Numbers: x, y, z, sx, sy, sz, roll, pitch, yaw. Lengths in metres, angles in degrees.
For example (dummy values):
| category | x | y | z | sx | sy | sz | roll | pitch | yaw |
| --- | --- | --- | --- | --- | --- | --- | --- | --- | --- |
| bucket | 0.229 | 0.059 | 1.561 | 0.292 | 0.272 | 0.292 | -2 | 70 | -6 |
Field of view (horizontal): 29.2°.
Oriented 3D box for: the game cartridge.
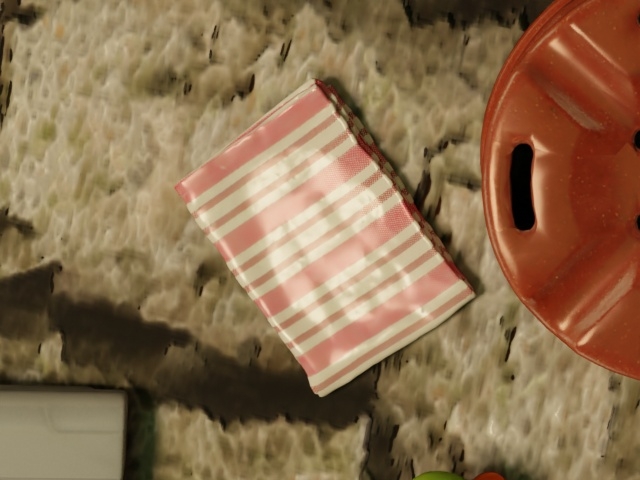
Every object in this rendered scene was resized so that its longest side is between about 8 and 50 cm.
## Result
| category | x | y | z | sx | sy | sz | roll | pitch | yaw |
| --- | --- | --- | --- | --- | --- | --- | --- | --- | --- |
| game cartridge | -0.252 | 0.258 | 0.937 | 0.198 | 0.062 | 0.297 | 1 | 98 | -13 |

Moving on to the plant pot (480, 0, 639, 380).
| category | x | y | z | sx | sy | sz | roll | pitch | yaw |
| --- | --- | --- | --- | --- | --- | --- | --- | --- | --- |
| plant pot | 0.209 | -0.043 | 0.701 | 0.272 | 0.265 | 0.272 | 2 | 97 | 15 |

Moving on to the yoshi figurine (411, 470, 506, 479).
| category | x | y | z | sx | sy | sz | roll | pitch | yaw |
| --- | --- | --- | --- | --- | --- | --- | --- | --- | --- |
| yoshi figurine | 0.167 | 0.313 | 0.795 | 0.362 | 0.203 | 0.203 | 38 | 111 | 12 |

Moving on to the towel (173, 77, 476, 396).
| category | x | y | z | sx | sy | sz | roll | pitch | yaw |
| --- | --- | --- | --- | --- | --- | --- | --- | --- | --- |
| towel | 0.000 | 0.000 | 0.887 | 0.144 | 0.029 | 0.197 | -36 | 86 | 17 |
